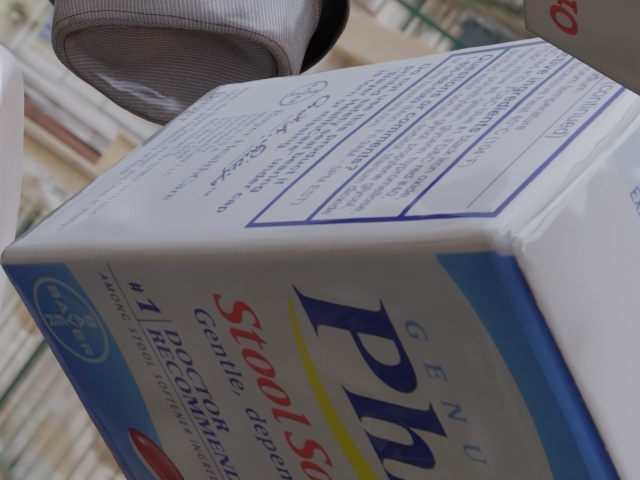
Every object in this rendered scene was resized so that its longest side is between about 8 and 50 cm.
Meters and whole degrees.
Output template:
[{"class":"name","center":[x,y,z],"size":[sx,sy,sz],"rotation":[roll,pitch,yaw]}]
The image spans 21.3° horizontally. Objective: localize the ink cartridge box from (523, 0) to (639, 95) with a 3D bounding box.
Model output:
[{"class":"ink cartridge box","center":[0.117,-0.065,0.377],"size":[0.150,0.063,0.109],"rotation":[34,-20,26]}]

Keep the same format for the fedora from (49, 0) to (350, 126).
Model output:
[{"class":"fedora","center":[-0.119,-0.177,1.359],"size":[0.275,0.124,0.243],"rotation":[16,-37,-8]}]

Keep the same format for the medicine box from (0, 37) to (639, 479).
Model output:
[{"class":"medicine box","center":[0.055,0.072,0.682],"size":[0.289,0.149,0.263],"rotation":[-2,-58,49]}]

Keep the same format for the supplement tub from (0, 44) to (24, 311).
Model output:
[{"class":"supplement tub","center":[-0.360,-0.035,1.075],"size":[0.316,0.228,0.228],"rotation":[8,2,-4]}]
